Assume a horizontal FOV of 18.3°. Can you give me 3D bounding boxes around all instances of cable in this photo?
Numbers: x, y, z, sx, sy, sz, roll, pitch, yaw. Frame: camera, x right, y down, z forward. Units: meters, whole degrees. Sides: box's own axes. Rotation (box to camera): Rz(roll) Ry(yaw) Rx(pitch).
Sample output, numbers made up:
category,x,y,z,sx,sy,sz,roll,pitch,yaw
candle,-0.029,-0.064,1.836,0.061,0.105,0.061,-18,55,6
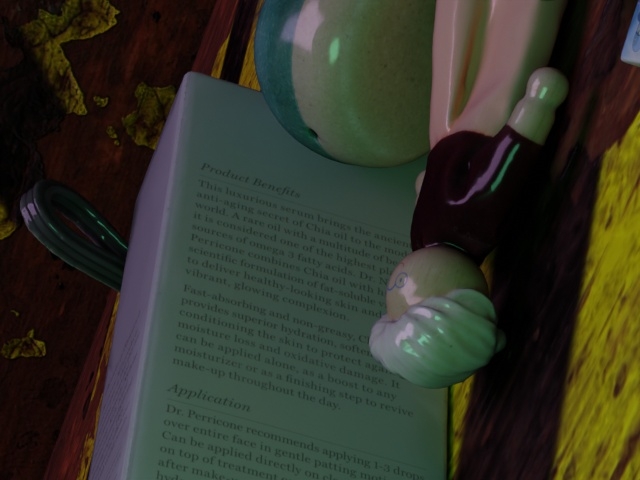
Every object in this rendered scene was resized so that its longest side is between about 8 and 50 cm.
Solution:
category,x,y,z,sx,sy,sz,roll,pitch,yaw
cable,-0.134,0.058,1.654,0.072,0.287,0.139,-42,34,37

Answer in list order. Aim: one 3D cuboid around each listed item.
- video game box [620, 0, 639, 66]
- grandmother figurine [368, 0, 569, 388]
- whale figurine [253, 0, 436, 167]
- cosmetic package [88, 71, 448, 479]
category,x,y,z,sx,sy,sz,roll,pitch,yaw
video game box,0.237,-0.172,1.053,0.205,0.048,0.187,-140,69,-77
grandmother figurine,0.104,-0.057,1.376,0.208,0.104,0.342,114,172,-67
whale figurine,0.052,-0.185,1.525,0.141,0.216,0.272,13,62,42
cosmetic package,-0.037,0.102,1.471,0.453,0.230,0.161,-85,16,-45
